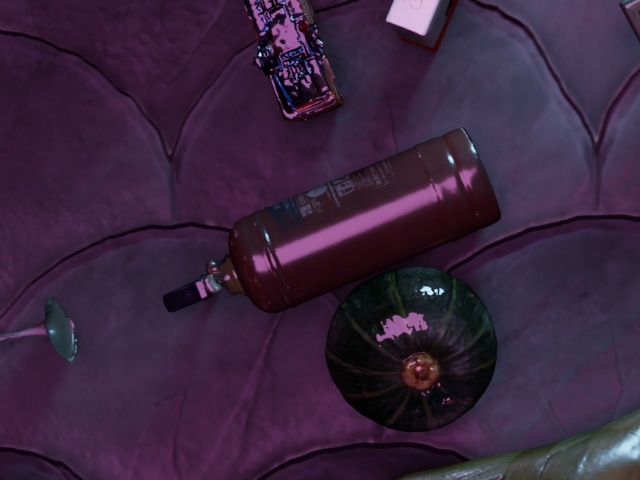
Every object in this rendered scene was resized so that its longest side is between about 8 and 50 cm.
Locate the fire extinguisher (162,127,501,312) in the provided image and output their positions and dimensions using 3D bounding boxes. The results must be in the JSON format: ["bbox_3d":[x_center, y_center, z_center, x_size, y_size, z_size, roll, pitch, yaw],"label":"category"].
[{"bbox_3d":[0.000,0.000,1.567,0.344,0.138,0.102,-23,91,1],"label":"fire extinguisher"}]

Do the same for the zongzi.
[{"bbox_3d":[0.210,0.216,1.545,0.260,0.123,0.289,18,75,18],"label":"zongzi"}]

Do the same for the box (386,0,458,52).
[{"bbox_3d":[0.107,-0.240,1.528,0.048,0.152,0.100,25,94,5],"label":"box"}]

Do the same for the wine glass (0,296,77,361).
[{"bbox_3d":[-0.389,0.118,1.652,0.262,0.074,0.074,-13,88,11],"label":"wine glass"}]

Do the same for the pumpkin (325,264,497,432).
[{"bbox_3d":[0.088,0.106,1.543,0.167,0.125,0.167,-5,108,-17],"label":"pumpkin"}]

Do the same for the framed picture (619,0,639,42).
[{"bbox_3d":[0.485,-0.203,1.491,0.335,0.022,0.247,-30,107,8],"label":"framed picture"}]

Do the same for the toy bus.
[{"bbox_3d":[-0.042,-0.234,1.581,0.073,0.096,0.235,-19,88,9],"label":"toy bus"}]
